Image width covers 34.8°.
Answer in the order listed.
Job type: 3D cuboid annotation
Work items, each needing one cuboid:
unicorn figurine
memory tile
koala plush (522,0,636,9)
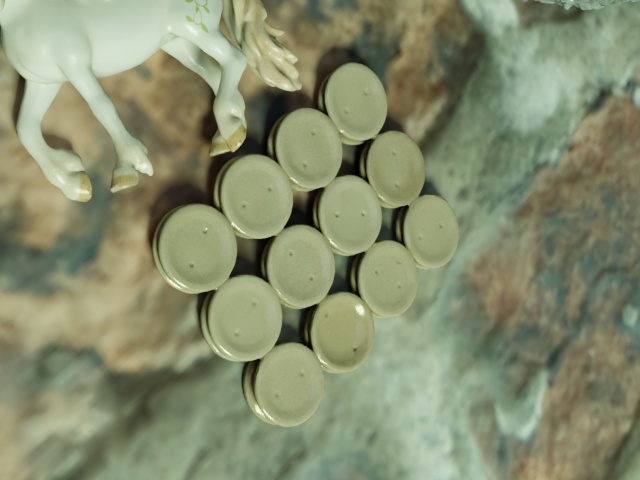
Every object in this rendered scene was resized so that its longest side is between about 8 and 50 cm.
[{"bbox_3d":[-0.082,-0.075,0.383,0.162,0.060,0.111,-29,103,-51],"label":"unicorn figurine"},{"bbox_3d":[0.000,0.000,0.459,0.148,0.012,0.113,-45,112,-31],"label":"memory tile"},{"bbox_3d":[0.143,-0.227,0.506,0.221,0.203,0.196,-52,127,-51],"label":"koala plush"}]
